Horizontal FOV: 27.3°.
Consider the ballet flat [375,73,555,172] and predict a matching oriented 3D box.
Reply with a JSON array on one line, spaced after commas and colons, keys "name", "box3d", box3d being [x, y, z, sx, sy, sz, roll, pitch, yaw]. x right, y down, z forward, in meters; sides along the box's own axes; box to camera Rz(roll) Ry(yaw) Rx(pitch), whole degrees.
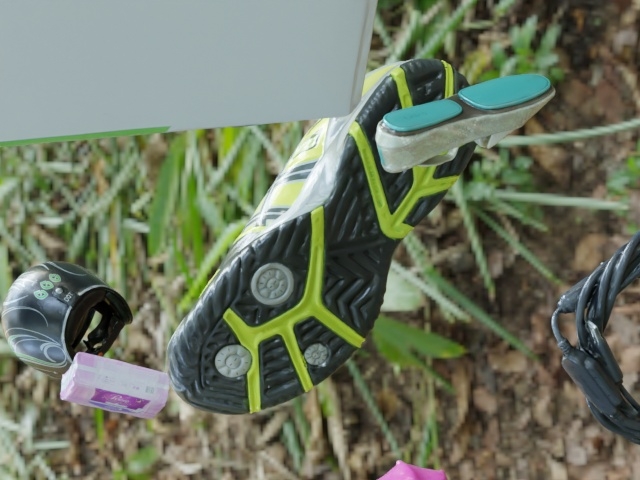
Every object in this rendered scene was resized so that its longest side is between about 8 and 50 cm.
[{"name": "ballet flat", "box3d": [0.120, -0.097, 1.108, 0.057, 0.168, 0.052, -130, 30, -50]}]

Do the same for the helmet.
[{"name": "helmet", "box3d": [-0.362, 0.110, 1.832, 0.161, 0.169, 0.169, 12, 101, 37]}]

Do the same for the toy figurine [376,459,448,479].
[{"name": "toy figurine", "box3d": [0.038, 0.217, 0.933, 0.159, 0.130, 0.173, -42, 4, 19]}]

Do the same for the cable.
[{"name": "cable", "box3d": [0.260, 0.075, 1.011, 0.150, 0.184, 0.047, -48, 27, -11]}]

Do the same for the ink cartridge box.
[{"name": "ink cartridge box", "box3d": [-0.112, -0.168, 0.623, 0.273, 0.198, 0.115, -120, 30, -45]}]

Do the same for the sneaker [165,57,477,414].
[{"name": "sneaker", "box3d": [0.000, 0.000, 1.221, 0.385, 0.145, 0.147, -50, 18, -5]}]

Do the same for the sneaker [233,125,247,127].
[{"name": "sneaker", "box3d": [-0.068, -0.242, 1.232, 0.121, 0.111, 0.300, -8, 66, 41]}]

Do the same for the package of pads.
[{"name": "package of pads", "box3d": [-0.169, 0.120, 1.087, 0.050, 0.083, 0.032, 132, 149, -57]}]
